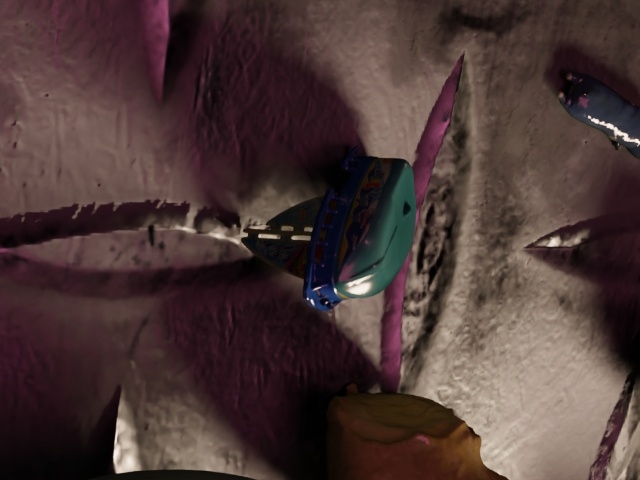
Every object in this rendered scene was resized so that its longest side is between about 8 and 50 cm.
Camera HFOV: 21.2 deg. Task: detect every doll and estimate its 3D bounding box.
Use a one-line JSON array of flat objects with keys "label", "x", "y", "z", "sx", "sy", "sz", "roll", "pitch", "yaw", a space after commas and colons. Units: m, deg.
[{"label": "doll", "x": 0.229, "y": -0.097, "z": 1.337, "sx": 0.125, "sy": 0.027, "sz": 0.037, "roll": 27, "pitch": 88, "yaw": -36}]

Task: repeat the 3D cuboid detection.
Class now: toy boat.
[{"label": "toy boat", "x": 0.000, "y": 0.000, "z": 1.166, "sx": 0.175, "sy": 0.110, "sz": 0.091, "roll": -61, "pitch": 148, "yaw": -61}]

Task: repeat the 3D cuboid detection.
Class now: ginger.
[{"label": "ginger", "x": 0.089, "y": 0.213, "z": 1.264, "sx": 0.267, "sy": 0.138, "sz": 0.152, "roll": 59, "pitch": 44, "yaw": -32}]

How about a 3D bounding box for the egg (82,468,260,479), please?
[{"label": "egg", "x": -0.090, "y": 0.283, "z": 1.074, "sx": 0.389, "sy": 0.276, "sz": 0.276, "roll": 4, "pitch": 103, "yaw": -37}]
